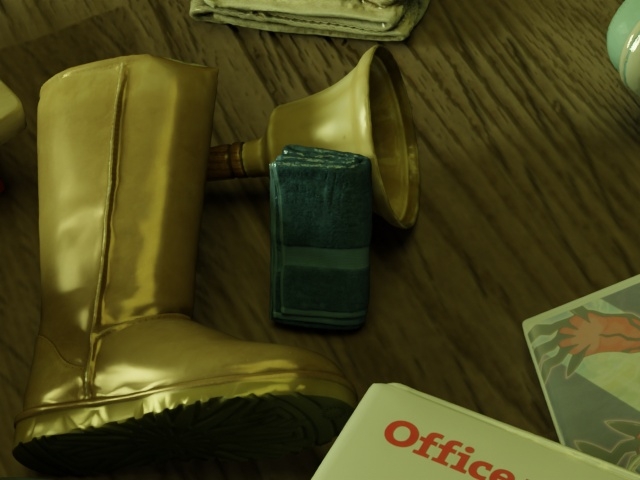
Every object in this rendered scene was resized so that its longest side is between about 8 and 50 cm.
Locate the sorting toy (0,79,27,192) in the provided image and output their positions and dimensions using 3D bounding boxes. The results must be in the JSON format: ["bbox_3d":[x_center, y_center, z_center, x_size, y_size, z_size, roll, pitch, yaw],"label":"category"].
[{"bbox_3d":[-0.375,-0.071,1.299,0.257,0.089,0.255,-34,55,-20],"label":"sorting toy"}]

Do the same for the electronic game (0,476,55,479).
[{"bbox_3d":[-0.161,0.210,1.022,0.229,0.048,0.229,10,30,-6],"label":"electronic game"}]

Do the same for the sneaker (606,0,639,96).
[{"bbox_3d":[0.255,-0.228,1.342,0.208,0.127,0.319,32,51,26],"label":"sneaker"}]

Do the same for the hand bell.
[{"bbox_3d":[-0.063,-0.052,1.262,0.242,0.126,0.126,-9,49,16],"label":"hand bell"}]

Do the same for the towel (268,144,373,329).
[{"bbox_3d":[0.000,0.000,1.184,0.067,0.119,0.029,6,21,11],"label":"towel"}]

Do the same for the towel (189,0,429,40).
[{"bbox_3d":[0.013,-0.270,1.450,0.187,0.049,0.282,7,51,11],"label":"towel"}]

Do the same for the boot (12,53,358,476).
[{"bbox_3d":[-0.088,0.002,1.153,0.236,0.089,0.269,-7,61,18],"label":"boot"}]

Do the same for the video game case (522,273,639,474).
[{"bbox_3d":[0.239,0.086,1.108,0.201,0.023,0.183,-23,49,11],"label":"video game case"}]

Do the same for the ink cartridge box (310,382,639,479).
[{"bbox_3d":[0.058,0.244,0.968,0.211,0.121,0.289,21,55,22],"label":"ink cartridge box"}]
